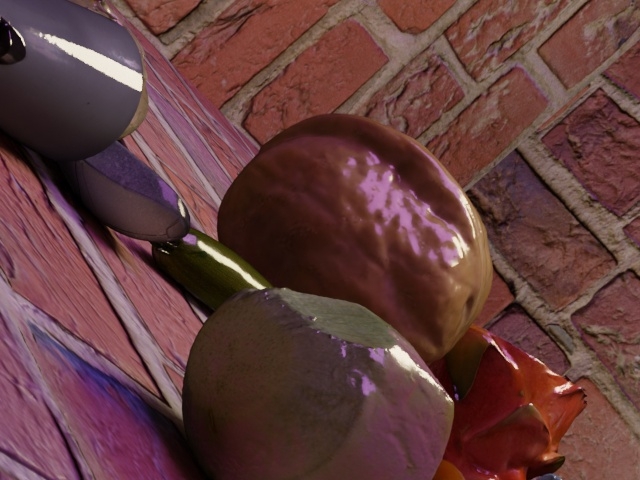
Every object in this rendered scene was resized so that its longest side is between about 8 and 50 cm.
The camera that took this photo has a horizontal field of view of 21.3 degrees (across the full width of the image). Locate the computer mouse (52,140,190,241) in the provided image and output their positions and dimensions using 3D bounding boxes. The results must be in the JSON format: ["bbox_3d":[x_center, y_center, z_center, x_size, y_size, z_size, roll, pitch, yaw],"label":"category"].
[{"bbox_3d":[-0.235,-0.066,1.809,0.229,0.068,0.113,37,-20,22],"label":"computer mouse"}]

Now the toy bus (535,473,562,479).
[{"bbox_3d":[0.364,0.484,2.331,0.312,0.152,0.190,51,2,17],"label":"toy bus"}]

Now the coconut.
[{"bbox_3d":[0.001,0.149,1.425,0.236,0.236,0.205,44,41,-45],"label":"coconut"}]

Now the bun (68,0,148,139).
[{"bbox_3d":[-0.298,-0.229,2.078,0.239,0.141,0.239,46,6,-6],"label":"bun"}]

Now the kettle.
[{"bbox_3d":[-0.323,-0.196,1.681,0.210,0.160,0.243,30,1,29],"label":"kettle"}]

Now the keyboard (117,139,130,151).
[{"bbox_3d":[-0.260,-0.116,2.161,0.166,0.017,0.055,-125,-155,-55],"label":"keyboard"}]

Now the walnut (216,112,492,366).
[{"bbox_3d":[0.044,0.012,2.235,0.381,0.381,0.381,48,5,-5],"label":"walnut"}]

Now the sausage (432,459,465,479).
[{"bbox_3d":[0.134,0.314,1.987,0.098,0.098,0.238,48,6,-5],"label":"sausage"}]

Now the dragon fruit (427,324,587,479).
[{"bbox_3d":[0.209,0.254,2.428,0.305,0.226,0.305,29,-8,5],"label":"dragon fruit"}]

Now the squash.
[{"bbox_3d":[-0.103,0.062,1.971,0.071,0.080,0.318,-2,-38,43],"label":"squash"}]
